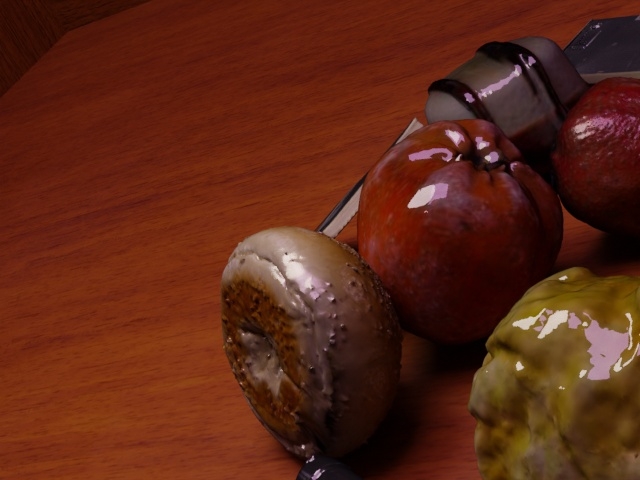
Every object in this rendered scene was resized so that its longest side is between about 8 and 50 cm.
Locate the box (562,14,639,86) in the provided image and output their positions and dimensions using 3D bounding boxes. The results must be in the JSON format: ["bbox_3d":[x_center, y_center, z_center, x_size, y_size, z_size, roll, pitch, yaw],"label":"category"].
[{"bbox_3d":[0.492,-0.299,2.201,0.211,0.045,0.270,-45,28,-26],"label":"box"}]

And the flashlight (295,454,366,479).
[{"bbox_3d":[0.046,0.294,1.516,0.093,0.093,0.232,-37,25,-16],"label":"flashlight"}]

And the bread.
[{"bbox_3d":[-0.005,0.122,1.692,0.158,0.306,0.305,-11,15,-27],"label":"bread"}]

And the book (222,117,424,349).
[{"bbox_3d":[0.000,0.000,1.980,0.262,0.028,0.374,-52,2,-37],"label":"book"}]

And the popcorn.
[{"bbox_3d":[0.290,0.160,1.269,0.334,0.292,0.293,-20,31,32],"label":"popcorn"}]

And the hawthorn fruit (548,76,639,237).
[{"bbox_3d":[0.414,-0.099,1.739,0.249,0.215,0.215,12,41,17],"label":"hawthorn fruit"}]

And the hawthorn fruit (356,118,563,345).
[{"bbox_3d":[0.165,-0.012,1.739,0.284,0.284,0.284,-24,25,12],"label":"hawthorn fruit"}]

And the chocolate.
[{"bbox_3d":[0.278,-0.195,2.069,0.283,0.186,0.283,-24,26,12],"label":"chocolate"}]
